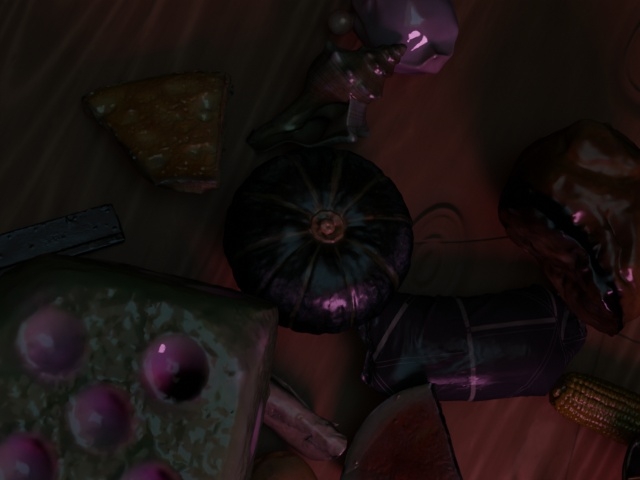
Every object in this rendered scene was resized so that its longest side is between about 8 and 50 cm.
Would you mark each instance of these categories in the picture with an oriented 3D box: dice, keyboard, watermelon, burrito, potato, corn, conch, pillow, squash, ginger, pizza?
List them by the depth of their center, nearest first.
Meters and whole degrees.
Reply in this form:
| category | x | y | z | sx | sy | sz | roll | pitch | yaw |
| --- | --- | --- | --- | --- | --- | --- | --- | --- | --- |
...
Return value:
| category | x | y | z | sx | sy | sz | roll | pitch | yaw |
| --- | --- | --- | --- | --- | --- | --- | --- | --- | --- |
| dice | -0.233 | 0.192 | 1.579 | 0.330 | 0.322 | 0.318 | 12 | 89 | 4 |
| potato | -0.048 | 0.363 | 1.747 | 0.109 | 0.118 | 0.178 | 3 | 67 | -48 |
| squash | 0.000 | 0.000 | 1.751 | 0.252 | 0.165 | 0.252 | 3 | 73 | -8 |
| keyboard | -0.358 | 0.004 | 1.753 | 0.195 | 0.018 | 0.060 | -17 | 81 | -15 |
| watermelon | 0.153 | 0.290 | 1.766 | 0.202 | 0.136 | 0.207 | 32 | 117 | 29 |
| burrito | -0.067 | 0.213 | 1.772 | 0.226 | 0.087 | 0.060 | 37 | 70 | -4 |
| pizza | -0.217 | -0.138 | 1.776 | 0.204 | 0.080 | 0.188 | -1 | 61 | -4 |
| conch | 0.028 | -0.182 | 1.804 | 0.137 | 0.114 | 0.234 | 44 | 109 | 32 |
| ginger | 0.377 | -0.031 | 1.836 | 0.269 | 0.200 | 0.223 | 44 | 78 | 5 |
| pillow | 0.211 | 0.141 | 1.839 | 0.335 | 0.092 | 0.162 | -1 | 81 | -15 |
| corn | 0.432 | 0.250 | 1.890 | 0.238 | 0.080 | 0.080 | 22 | 80 | -8 |

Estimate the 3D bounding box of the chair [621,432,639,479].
| category | x | y | z | sx | sy | sz | roll | pitch | yaw |
| --- | --- | --- | --- | --- | --- | --- | --- | --- | --- |
| chair | 0.452 | 0.339 | 1.808 | 0.170 | 0.325 | 0.160 | -44 | 107 | -43 |

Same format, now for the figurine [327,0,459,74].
| category | x | y | z | sx | sy | sz | roll | pitch | yaw |
| --- | --- | --- | --- | --- | --- | --- | --- | --- | --- |
| figurine | 0.099 | -0.351 | 1.839 | 0.200 | 0.133 | 0.276 | -24 | 90 | -11 |
